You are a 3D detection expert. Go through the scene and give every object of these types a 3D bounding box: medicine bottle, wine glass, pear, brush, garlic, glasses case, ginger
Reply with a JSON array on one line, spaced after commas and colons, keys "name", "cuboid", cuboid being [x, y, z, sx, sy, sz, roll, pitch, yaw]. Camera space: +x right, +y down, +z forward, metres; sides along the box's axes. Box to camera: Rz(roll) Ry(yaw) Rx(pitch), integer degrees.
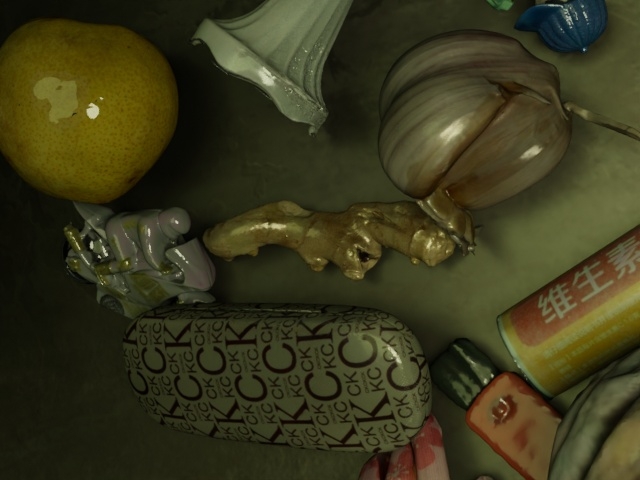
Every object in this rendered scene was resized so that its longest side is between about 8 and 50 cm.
[{"name": "medicine bottle", "cuboid": [0.349, -0.008, 0.816, 0.426, 0.108, 0.108, -37, 72, 19]}, {"name": "wine glass", "cuboid": [-0.012, -0.227, 0.979, 0.165, 0.165, 0.196, 43, 98, 22]}, {"name": "pear", "cuboid": [-0.259, -0.140, 1.057, 0.209, 0.209, 0.208, -2, 85, 25]}, {"name": "brush", "cuboid": [0.228, 0.212, 0.887, 0.070, 0.051, 0.323, -48, 65, 6]}, {"name": "garlic", "cuboid": [0.165, -0.072, 0.878, 0.257, 0.207, 0.207, 27, 97, 26]}, {"name": "glasses case", "cuboid": [-0.055, 0.132, 0.961, 0.355, 0.085, 0.137, -1, 106, 33]}, {"name": "ginger", "cuboid": [0.000, 0.000, 1.002, 0.288, 0.075, 0.089, -4, 86, 21]}]

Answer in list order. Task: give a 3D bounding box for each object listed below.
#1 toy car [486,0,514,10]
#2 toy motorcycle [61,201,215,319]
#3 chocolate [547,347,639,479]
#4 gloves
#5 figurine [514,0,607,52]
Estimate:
[{"name": "toy car", "cuboid": [0.165, -0.282, 0.920, 0.073, 0.054, 0.143, -44, 36, 27]}, {"name": "toy motorcycle", "cuboid": [-0.193, 0.019, 1.075, 0.225, 0.073, 0.152, 29, 118, 18]}, {"name": "chocolate", "cuboid": [0.276, 0.200, 0.716, 0.213, 0.303, 0.303, 10, 90, 22]}, {"name": "gloves", "cuboid": [0.080, 0.284, 0.912, 0.145, 0.126, 0.241, 5, 94, 28]}, {"name": "figurine", "cuboid": [0.234, -0.243, 0.919, 0.077, 0.079, 0.136, -16, 55, 49]}]
